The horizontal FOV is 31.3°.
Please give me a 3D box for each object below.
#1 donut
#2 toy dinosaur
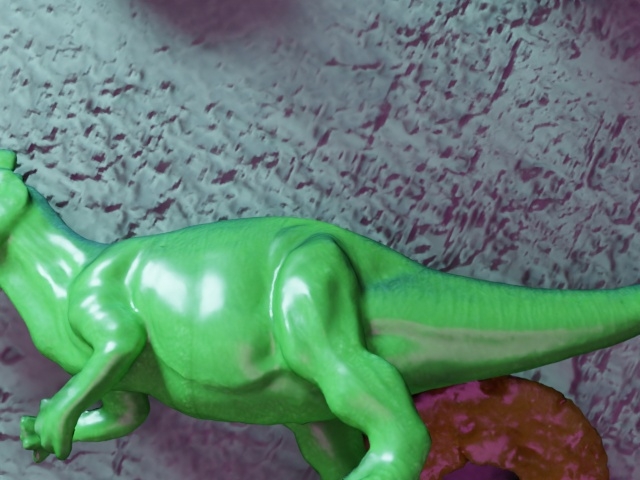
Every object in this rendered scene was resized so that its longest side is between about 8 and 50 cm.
[{"bbox_3d":[0.106,0.165,0.792,0.178,0.065,0.162,-12,98,0],"label":"donut"},{"bbox_3d":[0.000,0.000,0.761,0.500,0.144,0.374,-33,67,-12],"label":"toy dinosaur"}]
